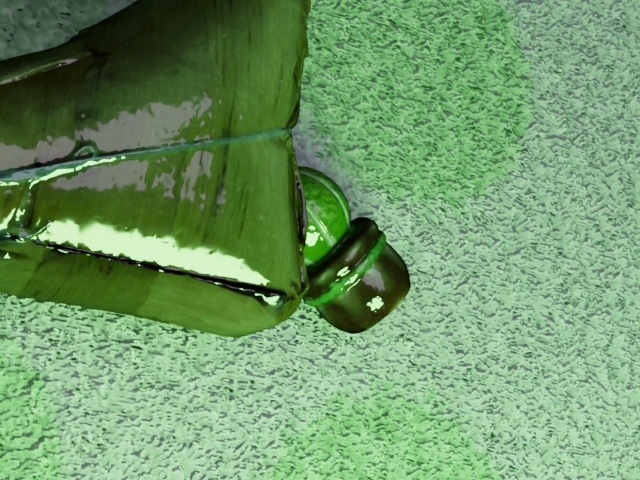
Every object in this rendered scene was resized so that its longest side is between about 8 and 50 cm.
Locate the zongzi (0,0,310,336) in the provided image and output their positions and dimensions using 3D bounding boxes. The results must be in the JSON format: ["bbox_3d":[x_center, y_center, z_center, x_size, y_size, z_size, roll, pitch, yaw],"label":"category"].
[{"bbox_3d":[-0.170,-0.138,1.490,0.356,0.174,0.393,10,84,-27],"label":"zongzi"}]

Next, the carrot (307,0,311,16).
[{"bbox_3d":[-0.054,-0.160,1.666,0.060,0.060,0.186,31,60,-22],"label":"carrot"}]

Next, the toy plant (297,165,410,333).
[{"bbox_3d":[0.000,0.000,1.633,0.162,0.093,0.093,48,57,-9],"label":"toy plant"}]
